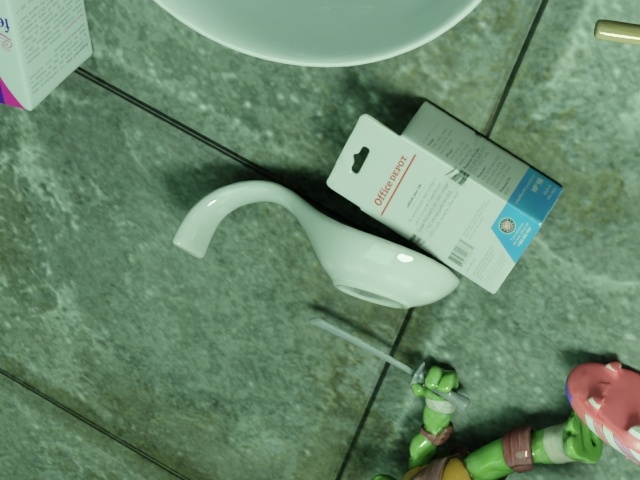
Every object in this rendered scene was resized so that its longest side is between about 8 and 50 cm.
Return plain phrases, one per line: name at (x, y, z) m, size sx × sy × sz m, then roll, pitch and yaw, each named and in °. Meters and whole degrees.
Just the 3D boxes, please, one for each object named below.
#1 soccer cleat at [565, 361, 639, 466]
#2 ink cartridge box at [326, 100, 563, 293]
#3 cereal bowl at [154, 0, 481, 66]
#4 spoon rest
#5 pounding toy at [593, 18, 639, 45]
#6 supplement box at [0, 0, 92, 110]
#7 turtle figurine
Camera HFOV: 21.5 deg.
soccer cleat at (0.325, 0.199, 1.527) m, size 0.248 × 0.083 × 0.095 m, roll 28°, pitch 140°, yaw 6°
ink cartridge box at (0.107, -0.047, 1.473) m, size 0.180 × 0.060 × 0.104 m, roll 33°, pitch 137°, yaw 4°
cereal bowl at (-0.003, -0.300, 1.190) m, size 0.339 × 0.141 × 0.339 m, roll 10°, pitch 127°, yaw 14°
spoon rest at (0.000, 0.000, 1.558) m, size 0.276 × 0.084 × 0.137 m, roll 12°, pitch 170°, yaw 24°
pounding toy at (0.242, -0.226, 1.134) m, size 0.269 × 0.155 × 0.154 m, roll 41°, pitch 135°, yaw 16°
supplement box at (-0.295, -0.245, 1.533) m, size 0.111 × 0.114 × 0.220 m, roll 14°, pitch 133°, yaw 23°
turtle figurine at (0.115, 0.224, 1.598) m, size 0.266 × 0.198 × 0.275 m, roll -8°, pitch 124°, yaw 33°
